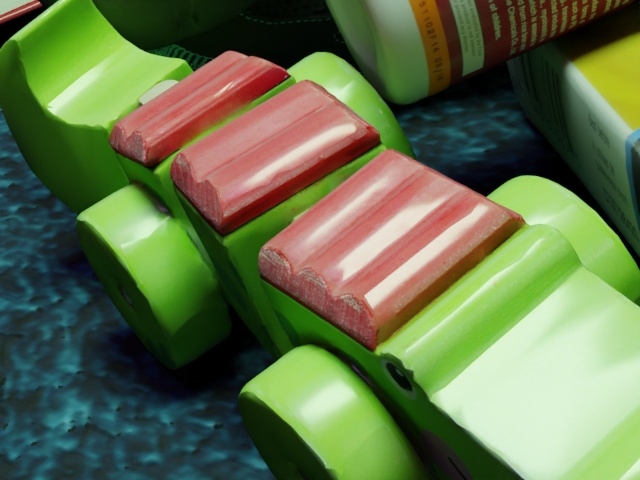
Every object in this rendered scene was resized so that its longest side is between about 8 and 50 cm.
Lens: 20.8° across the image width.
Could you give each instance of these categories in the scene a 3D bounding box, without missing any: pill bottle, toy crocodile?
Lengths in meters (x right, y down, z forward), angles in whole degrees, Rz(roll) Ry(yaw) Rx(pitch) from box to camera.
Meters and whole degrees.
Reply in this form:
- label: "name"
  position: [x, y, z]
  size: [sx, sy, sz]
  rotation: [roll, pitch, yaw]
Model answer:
- label: "pill bottle"
  position: [0.076, -0.114, 0.615]
  size: [0.152, 0.086, 0.086]
  rotation: [-24, 31, -6]
- label: "toy crocodile"
  position: [0.000, 0.000, 0.552]
  size: [0.115, 0.105, 0.340]
  rotation: [-35, 35, -14]

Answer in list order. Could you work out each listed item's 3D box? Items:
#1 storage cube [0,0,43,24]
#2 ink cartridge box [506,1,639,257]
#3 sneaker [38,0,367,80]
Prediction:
- label: "storage cube"
  position: [-0.185, -0.238, 0.941]
  size: [0.183, 0.215, 0.193]
  rotation: [-24, 26, -17]
- label: "ink cartridge box"
  position: [0.240, -0.065, 0.578]
  size: [0.307, 0.072, 0.303]
  rotation: [-19, 21, 0]
- label: "sneaker"
  position: [0.045, -0.146, 0.741]
  size: [0.341, 0.139, 0.125]
  rotation: [-15, 62, -1]
